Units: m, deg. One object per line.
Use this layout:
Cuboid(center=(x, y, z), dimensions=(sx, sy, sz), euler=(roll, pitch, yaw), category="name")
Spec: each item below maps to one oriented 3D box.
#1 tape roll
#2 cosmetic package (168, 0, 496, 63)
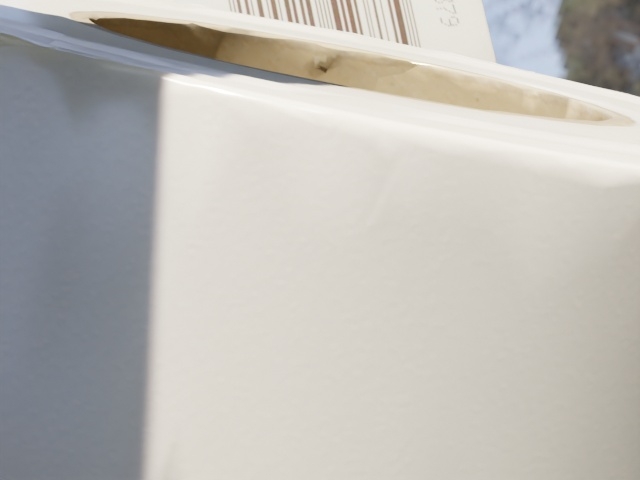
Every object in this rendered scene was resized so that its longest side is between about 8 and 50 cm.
Cuboid(center=(0.000, 0.000, 0.524), dimensions=(0.286, 0.286, 0.100), euler=(-14, -64, -70), category="tape roll")
Cuboid(center=(-0.037, -0.100, 0.877), dimensions=(0.183, 0.151, 0.151), euler=(135, 127, -61), category="cosmetic package")
